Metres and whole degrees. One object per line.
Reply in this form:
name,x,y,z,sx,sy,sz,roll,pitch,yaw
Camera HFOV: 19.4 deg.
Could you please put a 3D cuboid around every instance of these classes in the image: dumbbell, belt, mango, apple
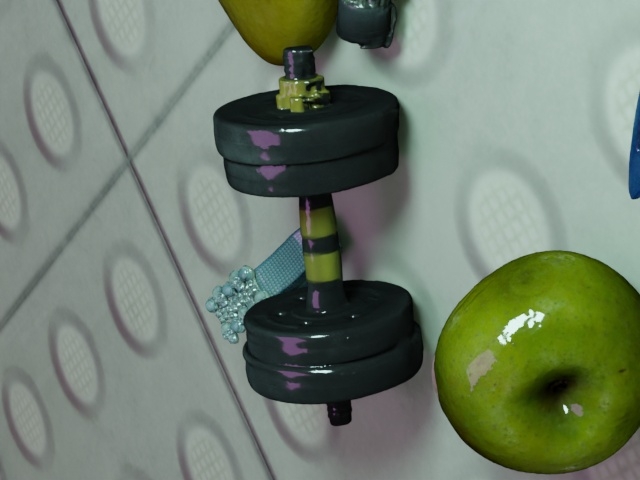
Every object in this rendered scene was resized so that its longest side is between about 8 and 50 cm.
dumbbell,0.000,0.000,1.851,0.185,0.185,0.388,17,119,53
belt,-0.043,0.035,2.019,0.065,0.100,0.179,59,143,14
mango,-0.064,-0.339,1.844,0.195,0.142,0.332,-16,99,62
apple,0.194,0.102,1.606,0.157,0.196,0.196,-102,14,-59

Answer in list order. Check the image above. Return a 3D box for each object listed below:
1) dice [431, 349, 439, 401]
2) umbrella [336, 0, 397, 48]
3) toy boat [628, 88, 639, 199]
dice,0.166,0.125,1.744,0.094,0.093,0.091,-26,83,59
umbrella,0.030,-0.336,1.709,0.154,0.128,0.337,47,143,31
toy boat,0.292,-0.126,1.478,0.080,0.046,0.229,46,139,35
